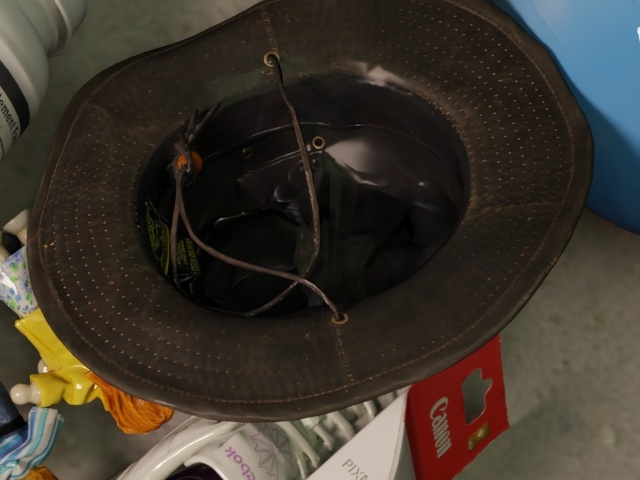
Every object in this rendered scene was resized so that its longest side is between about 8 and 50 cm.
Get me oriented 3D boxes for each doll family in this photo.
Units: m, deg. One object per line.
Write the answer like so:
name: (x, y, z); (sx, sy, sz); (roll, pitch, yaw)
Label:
doll family: (-0.185, 0.090, 1.157); (0.263, 0.118, 0.163); (-39, 93, -14)

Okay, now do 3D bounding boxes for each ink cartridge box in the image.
ink cartridge box: (0.049, 0.167, 1.178); (0.224, 0.181, 0.056); (-39, 63, -14)

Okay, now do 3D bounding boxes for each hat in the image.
hat: (0.000, 0.000, 1.131); (0.331, 0.134, 0.331); (-6, 52, 8)

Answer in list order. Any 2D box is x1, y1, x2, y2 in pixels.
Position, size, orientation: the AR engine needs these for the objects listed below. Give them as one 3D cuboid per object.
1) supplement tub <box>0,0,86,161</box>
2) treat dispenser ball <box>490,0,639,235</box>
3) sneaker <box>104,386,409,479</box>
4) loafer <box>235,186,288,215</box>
supplement tub: (-0.279, -0.077, 1.106); (0.191, 0.191, 0.272); (36, 70, -8)
treat dispenser ball: (0.250, -0.138, 1.204); (0.288, 0.288, 0.288); (2, 84, -14)
sneaker: (-0.018, 0.132, 1.178); (0.305, 0.152, 0.114); (-38, 91, -16)
loafer: (-0.054, -0.028, 1.234); (0.170, 0.062, 0.061); (34, 82, -7)
